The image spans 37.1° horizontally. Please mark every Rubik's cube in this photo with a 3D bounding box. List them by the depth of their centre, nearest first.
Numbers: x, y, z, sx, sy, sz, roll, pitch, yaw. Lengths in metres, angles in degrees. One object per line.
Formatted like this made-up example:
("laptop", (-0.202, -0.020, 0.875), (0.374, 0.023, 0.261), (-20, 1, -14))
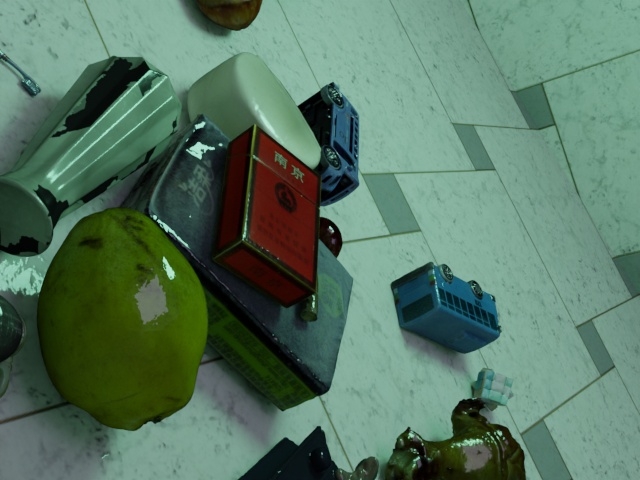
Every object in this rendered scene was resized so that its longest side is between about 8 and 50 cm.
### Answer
("Rubik's cube", (0.358, 0.312, 1.989), (0.084, 0.073, 0.075), (37, 69, -7))

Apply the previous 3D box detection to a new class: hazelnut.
("hazelnut", (-0.182, -0.480, 1.847), (0.150, 0.150, 0.150), (37, 37, -34))

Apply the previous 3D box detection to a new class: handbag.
("handbag", (0.023, 0.436, 1.336), (0.325, 0.118, 0.269), (60, 29, -2))

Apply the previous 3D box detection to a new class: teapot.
("teapot", (-0.381, 0.115, 1.066), (0.092, 0.124, 0.091), (27, -2, 27))

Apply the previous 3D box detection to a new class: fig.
("fig", (0.000, 0.000, 1.738), (0.089, 0.089, 0.125), (59, 5, 0))

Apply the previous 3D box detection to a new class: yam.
("yam", (-0.017, 0.062, 1.446), (0.033, 0.027, 0.129), (35, 38, -36))

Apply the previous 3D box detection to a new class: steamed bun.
("steamed bun", (-0.122, -0.194, 1.643), (0.241, 0.146, 0.164), (57, 27, -6))

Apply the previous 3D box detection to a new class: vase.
("vase", (-0.321, -0.123, 1.286), (0.165, 0.165, 0.360), (50, 34, -15))

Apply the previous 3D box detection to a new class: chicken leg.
("chicken leg", (0.261, 0.381, 1.714), (0.361, 0.140, 0.211), (36, 45, -41))

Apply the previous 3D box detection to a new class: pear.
("pear", (-0.238, 0.094, 1.153), (0.212, 0.212, 0.269), (-4, 78, -57))

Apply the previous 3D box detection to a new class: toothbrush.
("toothbrush", (-0.466, -0.276, 1.335), (0.193, 0.013, 0.019), (47, 41, -21))

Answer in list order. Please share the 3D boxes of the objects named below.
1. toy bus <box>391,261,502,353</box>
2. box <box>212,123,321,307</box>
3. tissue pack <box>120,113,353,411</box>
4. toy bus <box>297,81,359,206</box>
("toy bus", (0.264, 0.146, 1.955), (0.234, 0.116, 0.133), (26, 44, -41))
("box", (-0.073, -0.038, 1.407), (0.153, 0.074, 0.239), (33, 39, -30))
("tissue pack", (-0.124, 0.034, 1.460), (0.394, 0.124, 0.288), (47, 31, -21))
("toy bus", (0.005, -0.169, 1.836), (0.133, 0.125, 0.292), (41, 33, -30))
